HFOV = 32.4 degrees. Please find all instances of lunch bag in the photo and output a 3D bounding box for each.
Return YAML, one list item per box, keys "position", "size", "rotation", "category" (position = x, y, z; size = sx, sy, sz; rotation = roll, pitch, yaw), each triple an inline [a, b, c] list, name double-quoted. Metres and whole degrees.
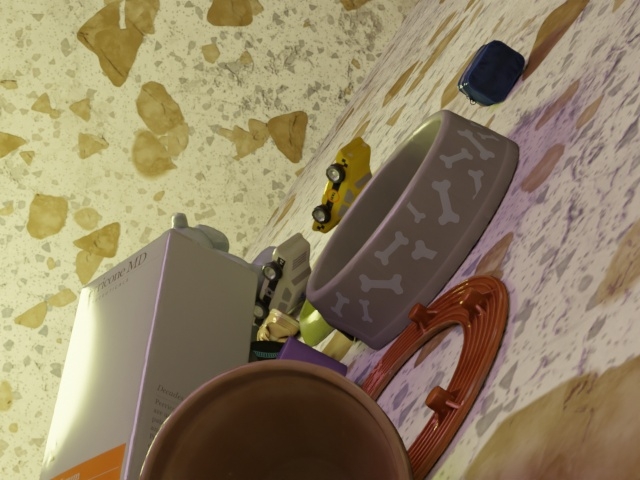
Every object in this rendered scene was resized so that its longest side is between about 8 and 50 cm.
- position: [0.252, -0.246, 1.651]
  size: [0.098, 0.067, 0.065]
  rotation: [-56, 8, -3]
  category: "lunch bag"

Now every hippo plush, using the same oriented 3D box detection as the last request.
- position: [-0.216, 0.087, 2.099]
  size: [0.294, 0.236, 0.234]
  rotation: [-11, -55, -65]
  category: "hippo plush"

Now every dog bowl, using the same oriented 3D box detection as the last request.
- position: [0.107, -0.020, 1.433]
  size: [0.349, 0.102, 0.349]
  rotation: [-52, 8, 10]
  category: "dog bowl"

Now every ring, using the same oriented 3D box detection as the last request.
- position: [0.071, 0.167, 1.112]
  size: [0.337, 0.032, 0.336]
  rotation: [-53, 8, 11]
  category: "ring"

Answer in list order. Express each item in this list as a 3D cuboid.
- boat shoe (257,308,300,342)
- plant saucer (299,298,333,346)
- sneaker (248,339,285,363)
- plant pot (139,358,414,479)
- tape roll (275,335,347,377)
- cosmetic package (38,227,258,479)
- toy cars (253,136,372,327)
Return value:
- position: [-0.075, 0.161, 1.888]
  size: [0.059, 0.063, 0.170]
  rotation: [-59, 0, -17]
  category: "boat shoe"
- position: [0.035, 0.060, 1.745]
  size: [0.241, 0.037, 0.241]
  rotation: [-53, 9, 11]
  category: "plant saucer"
- position: [-0.115, 0.225, 1.673]
  size: [0.139, 0.125, 0.341]
  rotation: [-10, -7, -22]
  category: "sneaker"
- position: [-0.029, 0.228, 0.938]
  size: [0.237, 0.237, 0.110]
  rotation: [-55, -25, -7]
  category: "plant pot"
- position: [-0.046, 0.214, 1.302]
  size: [0.189, 0.080, 0.189]
  rotation: [-61, 1, 1]
  category: "tape roll"
- position: [-0.229, 0.239, 1.431]
  size: [0.230, 0.161, 0.453]
  rotation: [-31, 41, 38]
  category: "cosmetic package"
- position: [0.000, 0.000, 2.012]
  size: [0.394, 0.087, 0.176]
  rotation: [-57, -17, -4]
  category: "toy cars"
